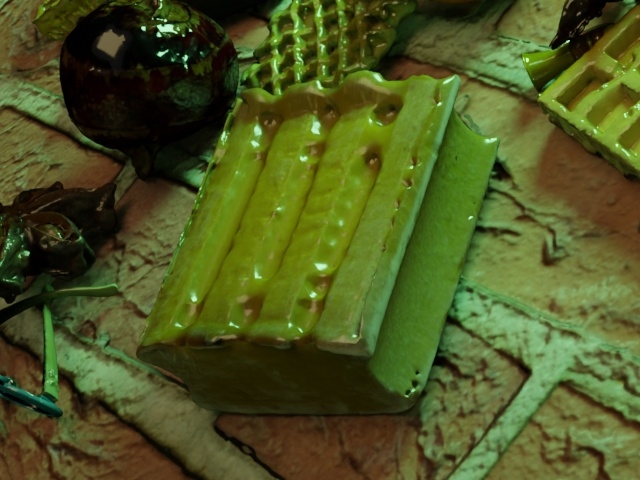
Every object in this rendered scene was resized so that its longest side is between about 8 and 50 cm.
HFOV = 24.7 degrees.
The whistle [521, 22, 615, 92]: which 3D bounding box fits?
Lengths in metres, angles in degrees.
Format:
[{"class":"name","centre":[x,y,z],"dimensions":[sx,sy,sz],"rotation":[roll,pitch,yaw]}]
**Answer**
[{"class":"whistle","centre":[0.267,-0.195,1.515],"dimensions":[0.109,0.057,0.046],"rotation":[-23,84,12]}]

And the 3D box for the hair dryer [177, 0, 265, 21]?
[{"class":"hair dryer","centre":[-0.124,-0.397,1.994],"dimensions":[0.197,0.089,0.251],"rotation":[-17,39,30]}]

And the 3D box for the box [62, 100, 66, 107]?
[{"class":"box","centre":[-0.263,-0.279,2.036],"dimensions":[0.132,0.034,0.235],"rotation":[-4,53,39]}]

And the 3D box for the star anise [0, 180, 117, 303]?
[{"class":"star anise","centre":[-0.341,0.000,1.785],"dimensions":[0.220,0.099,0.214],"rotation":[-29,33,-30]}]

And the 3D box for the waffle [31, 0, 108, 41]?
[{"class":"waffle","centre":[-0.319,-0.423,2.172],"dimensions":[0.229,0.057,0.219],"rotation":[-34,30,27]}]

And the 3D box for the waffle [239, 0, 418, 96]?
[{"class":"waffle","centre":[0.010,-0.244,1.755],"dimensions":[0.223,0.054,0.204],"rotation":[28,84,49]}]

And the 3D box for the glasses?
[{"class":"glasses","centre":[-0.334,0.126,1.715],"dimensions":[0.207,0.102,0.239],"rotation":[-30,29,-30]}]

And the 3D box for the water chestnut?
[{"class":"water chestnut","centre":[-0.215,-0.192,1.802],"dimensions":[0.223,0.238,0.224],"rotation":[-7,25,3]}]

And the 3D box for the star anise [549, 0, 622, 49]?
[{"class":"star anise","centre":[0.290,-0.260,1.475],"dimensions":[0.157,0.053,0.212],"rotation":[-42,16,-20]}]

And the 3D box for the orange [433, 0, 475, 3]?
[{"class":"orange","centre":[0.148,-0.359,1.644],"dimensions":[0.193,0.161,0.193],"rotation":[-6,80,35]}]

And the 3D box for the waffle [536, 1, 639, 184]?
[{"class":"waffle","centre":[0.351,-0.151,1.378],"dimensions":[0.221,0.055,0.248],"rotation":[-44,38,0]}]

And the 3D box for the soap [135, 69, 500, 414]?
[{"class":"soap","centre":[0.000,0.000,1.465],"dimensions":[0.293,0.156,0.335],"rotation":[-4,53,35]}]
